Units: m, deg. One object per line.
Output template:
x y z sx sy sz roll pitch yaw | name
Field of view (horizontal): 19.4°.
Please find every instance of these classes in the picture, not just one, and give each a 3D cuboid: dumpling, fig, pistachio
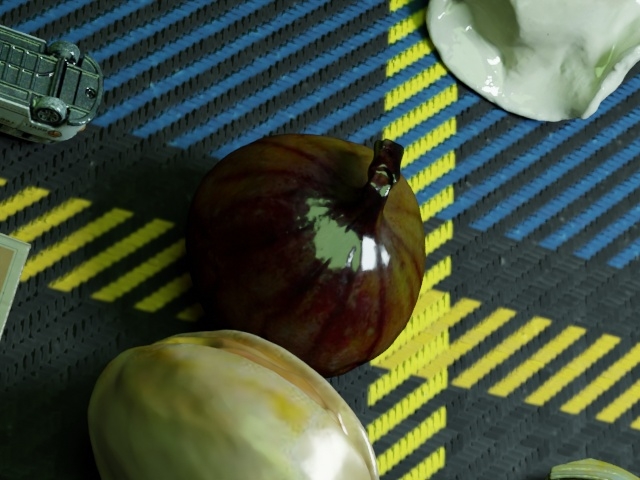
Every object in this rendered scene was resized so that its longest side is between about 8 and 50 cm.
0.222 -0.273 2.032 0.318 0.187 0.243 42 95 7 | dumpling
-0.010 0.009 1.735 0.235 0.214 0.235 0 90 -16 | fig
-0.064 0.212 1.604 0.309 0.230 0.230 48 55 7 | pistachio

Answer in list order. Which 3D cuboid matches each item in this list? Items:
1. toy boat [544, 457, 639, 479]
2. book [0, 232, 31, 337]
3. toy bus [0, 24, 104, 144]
0.296 0.268 1.836 0.172 0.065 0.066 26 44 -7 | toy boat
-0.390 0.034 1.637 0.242 0.018 0.170 22 59 -14 | book
-0.302 -0.150 1.726 0.194 0.089 0.087 18 58 -17 | toy bus
